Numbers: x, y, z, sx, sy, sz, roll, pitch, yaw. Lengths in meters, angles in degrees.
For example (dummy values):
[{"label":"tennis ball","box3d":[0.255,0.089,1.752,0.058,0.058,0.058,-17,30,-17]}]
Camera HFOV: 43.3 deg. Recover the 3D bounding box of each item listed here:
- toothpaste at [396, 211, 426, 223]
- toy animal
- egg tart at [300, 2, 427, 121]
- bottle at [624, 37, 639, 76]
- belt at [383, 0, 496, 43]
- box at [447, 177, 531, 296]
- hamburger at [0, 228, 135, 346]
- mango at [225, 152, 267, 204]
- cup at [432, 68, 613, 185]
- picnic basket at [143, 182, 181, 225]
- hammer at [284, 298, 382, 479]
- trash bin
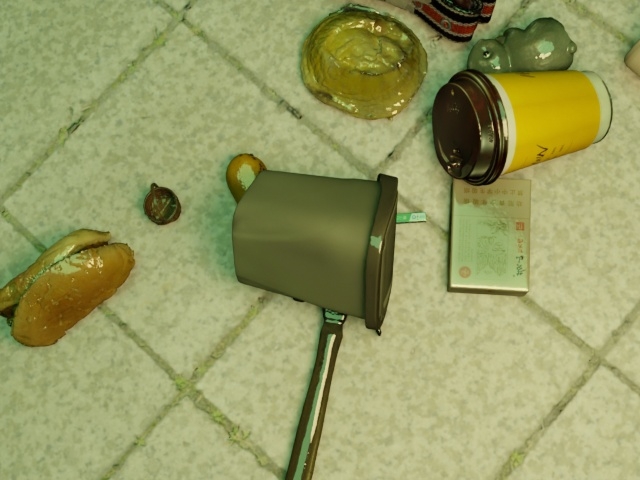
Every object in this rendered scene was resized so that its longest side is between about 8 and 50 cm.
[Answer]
[{"label":"toothpaste","box3d":[0.146,-0.039,1.439,0.083,0.020,0.017,-3,79,3]},{"label":"toy animal","box3d":[0.333,-0.323,1.440,0.236,0.138,0.108,-18,110,-4]},{"label":"egg tart","box3d":[0.078,-0.337,1.479,0.232,0.098,0.252,-31,73,-7]},{"label":"bottle","box3d":[0.665,-0.298,1.401,0.236,0.147,0.147,41,83,7]},{"label":"belt","box3d":[0.147,-0.479,1.491,0.359,0.094,0.126,22,62,10]},{"label":"box","box3d":[0.293,-0.008,1.402,0.141,0.058,0.201,2,77,4]},{"label":"hamburger","box3d":[-0.450,0.079,1.401,0.262,0.131,0.124,-40,78,0]},{"label":"mango","box3d":[-0.129,-0.102,1.456,0.079,0.057,0.114,-11,80,-6]},{"label":"cup","box3d":[0.339,-0.205,1.366,0.279,0.196,0.196,-12,76,-16]},{"label":"picnic basket","box3d":[-0.289,-0.066,1.444,0.072,0.083,0.072,-1,78,3]},{"label":"hammer","box3d":[-0.014,0.293,1.365,0.168,0.044,0.440,13,79,8]},{"label":"trash bin","box3d":[0.000,0.000,1.333,0.250,0.220,0.219,11,38,14]}]
